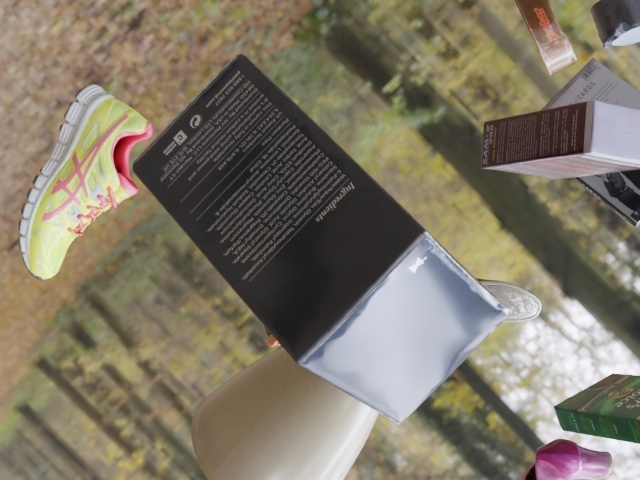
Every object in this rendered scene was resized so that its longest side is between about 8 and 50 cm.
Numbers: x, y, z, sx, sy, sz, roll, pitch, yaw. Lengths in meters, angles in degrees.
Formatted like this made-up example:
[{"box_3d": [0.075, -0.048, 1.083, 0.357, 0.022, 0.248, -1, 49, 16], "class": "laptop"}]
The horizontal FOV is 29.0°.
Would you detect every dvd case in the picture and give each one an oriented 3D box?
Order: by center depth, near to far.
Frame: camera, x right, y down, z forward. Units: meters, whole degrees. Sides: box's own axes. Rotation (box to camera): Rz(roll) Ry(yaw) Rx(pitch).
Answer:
[{"box_3d": [0.463, -0.157, 1.956, 0.179, 0.239, 0.029, -45, 160, -10], "class": "dvd case"}]

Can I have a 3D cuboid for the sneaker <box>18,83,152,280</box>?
[{"box_3d": [-0.238, -0.051, 1.271, 0.081, 0.094, 0.208, 22, 91, -85], "class": "sneaker"}]

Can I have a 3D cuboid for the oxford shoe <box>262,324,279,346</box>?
[{"box_3d": [-0.050, 0.087, 2.069, 0.130, 0.132, 0.363, -27, 172, -14], "class": "oxford shoe"}]

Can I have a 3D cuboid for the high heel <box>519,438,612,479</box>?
[{"box_3d": [0.313, 0.342, 1.799, 0.244, 0.117, 0.082, 138, -41, -64], "class": "high heel"}]

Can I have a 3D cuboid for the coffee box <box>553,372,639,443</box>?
[{"box_3d": [0.398, 0.212, 1.582, 0.113, 0.040, 0.184, -24, -171, -23], "class": "coffee box"}]

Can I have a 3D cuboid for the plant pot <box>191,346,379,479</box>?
[{"box_3d": [-0.018, 0.257, 1.901, 0.274, 0.256, 0.256, -48, -179, 33], "class": "plant pot"}]

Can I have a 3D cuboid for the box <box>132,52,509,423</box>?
[{"box_3d": [0.000, 0.000, 1.576, 0.212, 0.395, 0.293, -46, 145, 3], "class": "box"}]

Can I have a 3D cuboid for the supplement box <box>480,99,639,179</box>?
[{"box_3d": [0.338, -0.132, 1.675, 0.239, 0.130, 0.073, -5, -100, 62], "class": "supplement box"}]

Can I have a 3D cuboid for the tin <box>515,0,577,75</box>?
[{"box_3d": [0.236, -0.231, 1.318, 0.040, 0.106, 0.189, -29, -175, 13], "class": "tin"}]

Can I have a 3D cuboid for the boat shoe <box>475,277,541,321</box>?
[{"box_3d": [0.293, 0.093, 2.225, 0.065, 0.206, 0.075, -82, -178, -68], "class": "boat shoe"}]

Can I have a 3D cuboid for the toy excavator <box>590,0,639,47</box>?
[{"box_3d": [0.579, -0.417, 1.513, 0.433, 0.222, 0.445, -7, 167, -44], "class": "toy excavator"}]
